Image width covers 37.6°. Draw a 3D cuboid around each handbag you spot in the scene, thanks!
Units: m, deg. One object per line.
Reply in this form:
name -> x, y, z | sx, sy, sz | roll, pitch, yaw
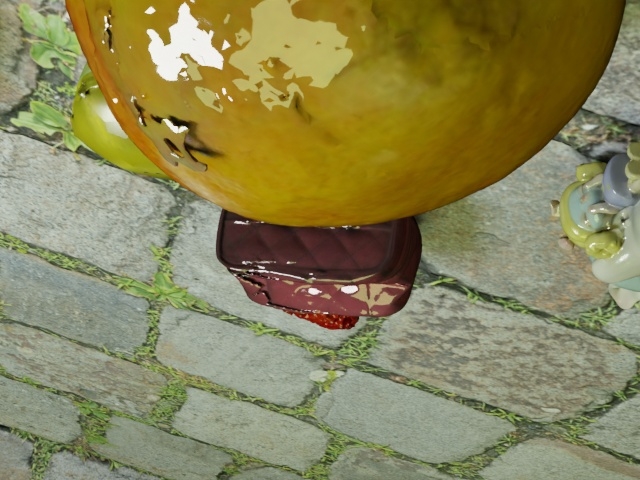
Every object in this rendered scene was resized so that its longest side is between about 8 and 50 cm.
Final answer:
handbag -> 0.000, 0.000, 1.059 | 0.225, 0.146, 0.135 | 5, 153, 18

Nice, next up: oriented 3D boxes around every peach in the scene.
peach -> 0.033, -0.167, 0.590 | 0.290, 0.372, 0.373 | 4, 151, 49

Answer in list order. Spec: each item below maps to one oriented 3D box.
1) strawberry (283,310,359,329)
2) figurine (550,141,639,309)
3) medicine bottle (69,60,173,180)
strawberry -> 0.004, 0.069, 1.233 | 0.121, 0.082, 0.188 | -5, 140, 27
figurine -> 0.307, -0.006, 0.922 | 0.155, 0.127, 0.235 | 3, 155, -14
medicine bottle -> -0.112, -0.162, 0.755 | 0.124, 0.238, 0.124 | 11, 152, 6
